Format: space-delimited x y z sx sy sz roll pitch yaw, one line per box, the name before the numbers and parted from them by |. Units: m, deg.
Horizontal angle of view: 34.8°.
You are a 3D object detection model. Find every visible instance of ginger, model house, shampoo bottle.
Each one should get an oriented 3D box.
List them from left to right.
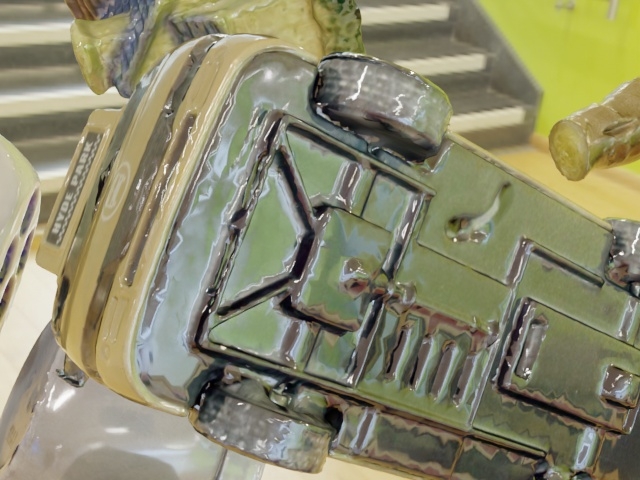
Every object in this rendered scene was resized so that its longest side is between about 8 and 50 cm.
shampoo bottle | -0.207 0.217 1.135 0.266 0.273 0.273 25 19 -19
model house | -0.134 -0.278 1.011 0.266 0.261 0.321 -23 42 -2
ginger | 0.455 -0.171 1.546 0.263 0.116 0.109 -28 66 -29

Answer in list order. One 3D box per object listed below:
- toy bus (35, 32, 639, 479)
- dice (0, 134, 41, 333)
toy bus | 0.039 0.037 0.539 0.365 0.177 0.202 25 -7 -36
dice | -0.485 0.012 1.192 0.251 0.243 0.259 16 54 -5
